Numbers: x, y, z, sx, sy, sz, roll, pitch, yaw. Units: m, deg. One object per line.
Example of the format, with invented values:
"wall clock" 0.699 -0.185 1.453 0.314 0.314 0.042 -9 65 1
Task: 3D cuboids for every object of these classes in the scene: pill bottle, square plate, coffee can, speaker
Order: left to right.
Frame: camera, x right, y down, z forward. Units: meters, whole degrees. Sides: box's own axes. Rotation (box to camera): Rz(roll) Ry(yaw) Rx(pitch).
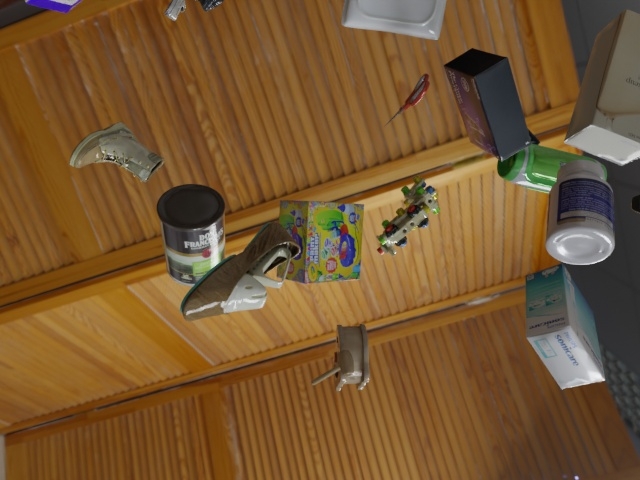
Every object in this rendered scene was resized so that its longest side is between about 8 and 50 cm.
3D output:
"coffee can" -0.408 -0.014 1.526 0.276 0.201 0.202 101 -17 -46
"square plate" 0.262 -0.871 1.565 0.049 0.346 0.344 -79 177 -63
"speaker" 0.696 -0.212 1.430 0.131 0.296 0.131 -169 -90 -82
"pill bottle" 0.488 -0.059 0.892 0.112 0.111 0.187 66 38 -47

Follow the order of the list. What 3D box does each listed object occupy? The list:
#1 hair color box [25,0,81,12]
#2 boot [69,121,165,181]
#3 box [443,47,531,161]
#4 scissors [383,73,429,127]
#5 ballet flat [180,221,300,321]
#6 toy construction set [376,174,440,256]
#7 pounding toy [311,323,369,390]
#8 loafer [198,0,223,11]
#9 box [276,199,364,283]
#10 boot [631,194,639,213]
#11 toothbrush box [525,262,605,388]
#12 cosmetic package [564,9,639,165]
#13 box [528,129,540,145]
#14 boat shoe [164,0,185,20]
"hair color box" -0.590 -0.705 1.021 0.110 0.185 0.339 -23 99 -60
"boot" -0.526 -0.212 1.242 0.165 0.077 0.213 40 38 -7
"box" 0.459 -0.375 1.302 0.261 0.103 0.184 58 2 -31
"scissors" 0.289 -0.460 1.647 0.297 0.021 0.109 -46 -155 52
"ballet flat" -0.145 0.076 1.017 0.342 0.124 0.116 -46 162 -51
"toy construction set" 0.306 -0.079 1.738 0.151 0.328 0.215 30 13 -18
"pounding toy" 0.048 0.314 1.282 0.270 0.154 0.154 98 -10 -62
"loafer" -0.327 -0.690 1.274 0.076 0.078 0.223 36 17 -55
"box" 0.000 0.000 1.766 0.279 0.177 0.290 -1 96 -41
"boot" 1.016 -0.081 1.372 0.137 0.197 0.077 26 77 -57
"toothbrush box" 0.715 0.247 1.399 0.216 0.126 0.296 51 35 -16
"cosmetic package" 0.712 -0.356 1.111 0.113 0.160 0.310 117 -6 -79
"box" 0.649 -0.464 1.724 0.295 0.073 0.293 42 23 -9
"boat shoe" -0.357 -0.592 1.190 0.035 0.035 0.100 36 54 -35
